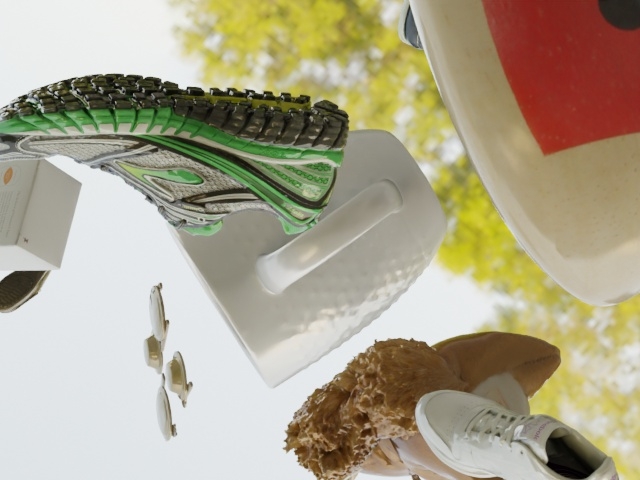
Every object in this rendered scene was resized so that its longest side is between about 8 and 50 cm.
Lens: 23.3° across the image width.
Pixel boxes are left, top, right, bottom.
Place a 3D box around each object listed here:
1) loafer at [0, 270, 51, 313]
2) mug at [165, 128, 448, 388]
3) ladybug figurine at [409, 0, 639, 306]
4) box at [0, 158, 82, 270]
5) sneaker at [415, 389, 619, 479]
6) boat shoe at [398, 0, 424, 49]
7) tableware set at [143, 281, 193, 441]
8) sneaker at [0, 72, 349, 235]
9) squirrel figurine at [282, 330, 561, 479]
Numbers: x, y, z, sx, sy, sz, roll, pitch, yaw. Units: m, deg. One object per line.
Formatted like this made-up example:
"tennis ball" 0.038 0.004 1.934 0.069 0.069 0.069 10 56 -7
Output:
"loafer" -0.471 0.070 2.489 0.056 0.050 0.148 27 -129 17
"mug" 0.000 0.000 2.092 0.276 0.328 0.374 58 174 0
"ladybug figurine" 0.193 -0.176 1.215 0.305 0.162 0.449 -2 -109 -60
"box" -0.422 -0.034 2.070 0.091 0.170 0.130 37 -120 -51
"sneaker" 0.258 0.254 1.998 0.305 0.152 0.114 25 -124 28
"boat shoe" 0.186 -0.311 1.739 0.079 0.254 0.095 44 -168 25
"tableware set" -0.177 0.140 1.774 0.020 0.141 0.169 -6 -121 -19
"sneaker" -0.150 -0.073 1.477 0.343 0.146 0.134 7 -163 -5
"squirrel figurine" 0.125 0.281 2.493 0.397 0.370 0.281 19 -111 -34
